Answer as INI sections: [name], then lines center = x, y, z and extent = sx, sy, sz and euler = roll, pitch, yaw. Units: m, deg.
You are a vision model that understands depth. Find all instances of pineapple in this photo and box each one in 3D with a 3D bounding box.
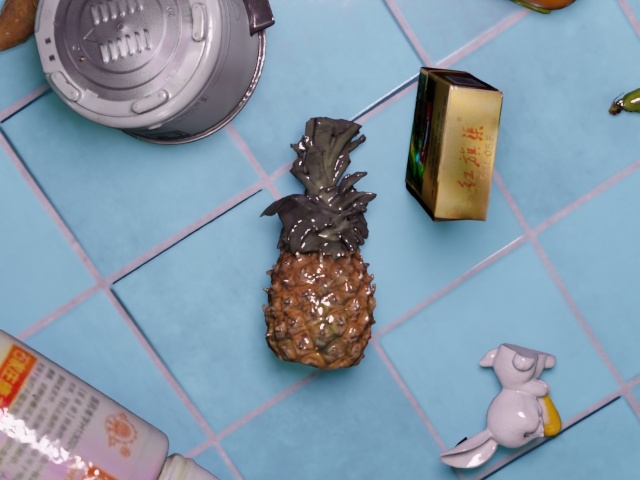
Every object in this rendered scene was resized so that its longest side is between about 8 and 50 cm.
[pineapple]
center = 0.000, 0.000, 1.756
extent = 0.170, 0.141, 0.310
euler = -3, 100, -41

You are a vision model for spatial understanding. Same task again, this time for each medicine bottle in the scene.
[medicine bottle]
center = -0.306, 0.298, 1.762
extent = 0.388, 0.219, 0.219
euler = 35, 97, -11

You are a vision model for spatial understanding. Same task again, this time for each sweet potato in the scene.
[sweet potato]
center = -0.348, -0.290, 1.721
extent = 0.206, 0.060, 0.068
euler = -43, 64, 7

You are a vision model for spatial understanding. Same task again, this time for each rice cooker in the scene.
[rice cooker]
center = -0.195, -0.237, 1.655
extent = 0.280, 0.227, 0.241
euler = -20, 85, 13

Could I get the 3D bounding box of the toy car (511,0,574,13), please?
[toy car]
center = 0.234, -0.358, 1.661
extent = 0.235, 0.235, 0.145
euler = 21, 100, -8

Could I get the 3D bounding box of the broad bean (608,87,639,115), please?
[broad bean]
center = 0.498, -0.167, 1.806
extent = 0.254, 0.046, 0.065
euler = 11, 108, -5

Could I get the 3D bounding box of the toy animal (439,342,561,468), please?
[toy animal]
center = 0.244, 0.229, 1.862
extent = 0.127, 0.131, 0.182
euler = 15, 94, 26

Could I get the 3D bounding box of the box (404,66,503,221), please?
[box]
center = 0.156, -0.119, 1.693
extent = 0.071, 0.240, 0.159
euler = 4, 101, -5
